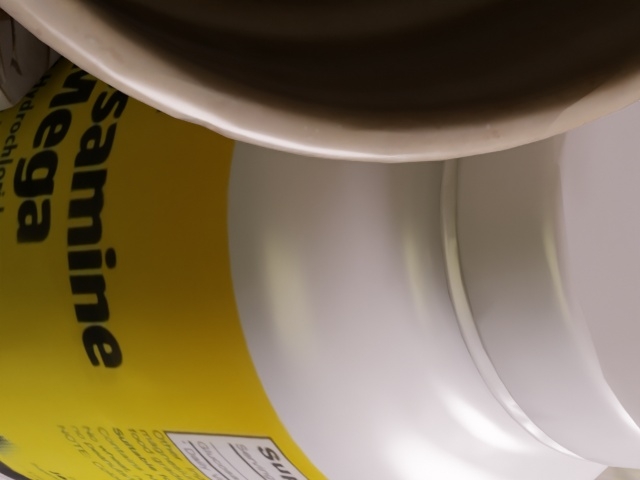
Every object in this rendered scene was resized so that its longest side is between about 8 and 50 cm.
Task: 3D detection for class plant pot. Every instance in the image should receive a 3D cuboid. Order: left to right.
[{"bbox_3d":[-0.029,-0.214,0.448,0.280,0.323,0.323,34,138,50],"label":"plant pot"}]

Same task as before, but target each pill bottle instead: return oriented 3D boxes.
[{"bbox_3d":[0.000,0.000,0.621,0.334,0.188,0.188,-5,111,48],"label":"pill bottle"}]

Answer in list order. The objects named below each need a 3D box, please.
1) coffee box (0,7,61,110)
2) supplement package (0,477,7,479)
[{"bbox_3d":[-0.166,-0.172,0.614,0.098,0.141,0.246,-11,122,40],"label":"coffee box"},{"bbox_3d":[-0.208,0.240,0.968,0.175,0.177,0.293,-140,30,-71],"label":"supplement package"}]
